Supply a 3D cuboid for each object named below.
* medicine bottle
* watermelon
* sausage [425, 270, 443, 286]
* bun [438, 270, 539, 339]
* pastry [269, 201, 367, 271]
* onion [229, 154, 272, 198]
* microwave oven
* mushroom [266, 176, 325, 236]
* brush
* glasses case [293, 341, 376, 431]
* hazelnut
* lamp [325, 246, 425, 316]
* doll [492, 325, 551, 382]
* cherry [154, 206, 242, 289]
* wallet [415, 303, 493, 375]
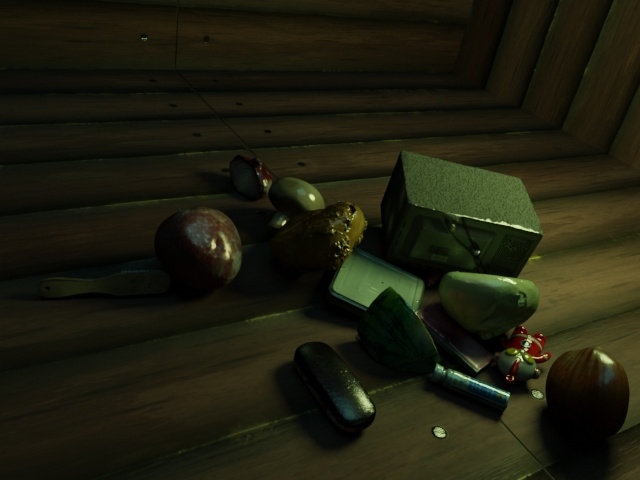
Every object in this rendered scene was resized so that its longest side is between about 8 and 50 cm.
[{"bbox_3d":[0.370,0.363,1.460,0.191,0.051,0.051,21,33,14],"label":"medicine bottle"},{"bbox_3d":[0.190,0.252,1.516,0.146,0.128,0.231,-31,62,-11],"label":"watermelon"},{"bbox_3d":[0.397,0.093,1.917,0.034,0.034,0.253,27,35,24],"label":"sausage"},{"bbox_3d":[0.463,0.186,1.651,0.282,0.179,0.283,8,-5,1],"label":"bun"},{"bbox_3d":[0.000,0.000,1.759,0.310,0.162,0.255,-13,20,47],"label":"pastry"},{"bbox_3d":[-0.237,-0.238,2.144,0.098,0.151,0.206,-3,48,-48],"label":"onion"},{"bbox_3d":[0.436,-0.065,1.903,0.431,0.237,0.375,11,40,-7],"label":"microwave oven"},{"bbox_3d":[-0.080,-0.104,1.958,0.206,0.206,0.209,5,73,-11],"label":"mushroom"},{"bbox_3d":[-0.562,0.112,1.555,0.327,0.070,0.065,-2,16,-18],"label":"brush"},{"bbox_3d":[0.030,0.335,1.379,0.103,0.067,0.267,-10,38,-29],"label":"glasses case"},{"bbox_3d":[0.649,0.366,1.412,0.186,0.210,0.210,53,34,-8],"label":"hazelnut"},{"bbox_3d":[0.167,0.143,1.723,0.266,0.047,0.269,26,33,2],"label":"lamp"},{"bbox_3d":[0.535,0.309,1.581,0.142,0.076,0.245,21,28,25],"label":"doll"},{"bbox_3d":[-0.336,0.015,1.638,0.235,0.213,0.285,-24,63,-28],"label":"cherry"},{"bbox_3d":[0.361,0.265,1.606,0.232,0.025,0.119,42,34,28],"label":"wallet"}]
